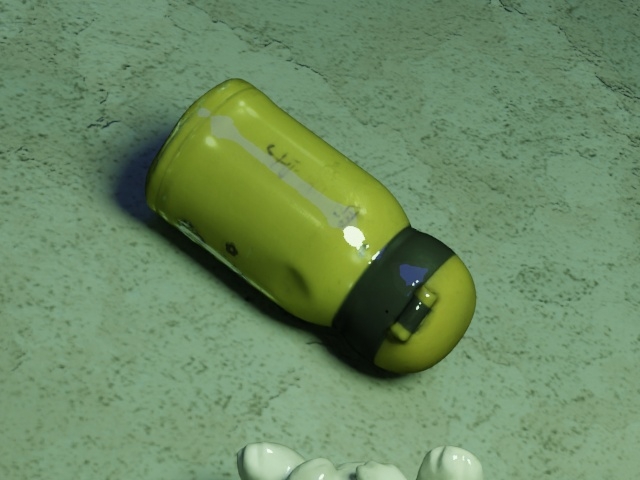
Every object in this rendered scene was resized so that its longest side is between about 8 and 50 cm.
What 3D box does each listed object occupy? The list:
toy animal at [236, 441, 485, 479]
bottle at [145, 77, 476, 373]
[{"bbox_3d":[0.008,0.277,1.145,0.271,0.206,0.265,0,10,15],"label":"toy animal"},{"bbox_3d":[0.000,0.000,1.486,0.351,0.171,0.171,38,45,12],"label":"bottle"}]
